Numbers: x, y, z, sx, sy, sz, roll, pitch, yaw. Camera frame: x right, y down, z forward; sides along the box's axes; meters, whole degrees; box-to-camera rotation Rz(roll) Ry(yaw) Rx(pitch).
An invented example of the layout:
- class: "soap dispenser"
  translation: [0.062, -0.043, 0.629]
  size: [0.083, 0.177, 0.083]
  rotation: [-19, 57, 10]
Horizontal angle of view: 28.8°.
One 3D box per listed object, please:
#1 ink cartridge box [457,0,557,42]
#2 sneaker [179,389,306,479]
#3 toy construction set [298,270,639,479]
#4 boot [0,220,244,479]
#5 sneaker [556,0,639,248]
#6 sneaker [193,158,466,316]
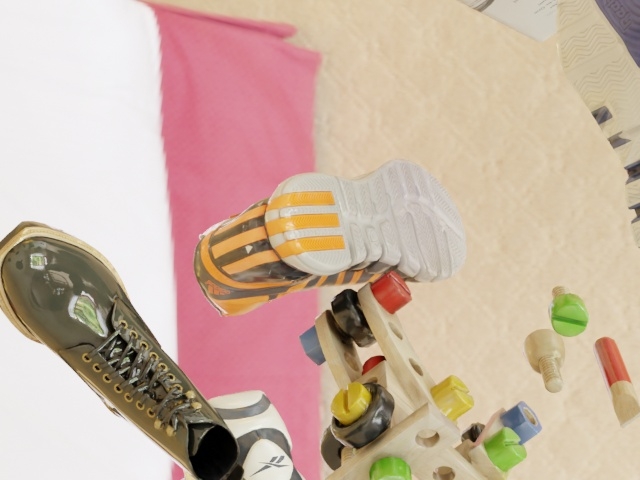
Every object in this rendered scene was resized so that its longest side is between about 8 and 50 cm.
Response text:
- class: "ink cartridge box"
  translation: [0.138, -0.344, 1.176]
  size: [0.129, 0.307, 0.223]
  rotation: [-35, 60, 31]
- class: "sneaker"
  translation: [-0.052, 0.242, 0.937]
  size: [0.153, 0.094, 0.235]
  rotation: [57, 140, 40]
- class: "toy construction set"
  translation: [0.130, 0.169, 1.108]
  size: [0.309, 0.237, 0.257]
  rotation: [-16, 112, 7]
- class: "boot"
  translation: [-0.126, 0.077, 0.823]
  size: [0.077, 0.198, 0.137]
  rotation: [-47, 45, -9]
- class: "sneaker"
  translation: [0.317, -0.112, 1.062]
  size: [0.127, 0.182, 0.315]
  rotation: [-21, 79, 39]
- class: "sneaker"
  translation: [0.000, 0.000, 1.231]
  size: [0.180, 0.321, 0.124]
  rotation: [-20, 74, 37]
